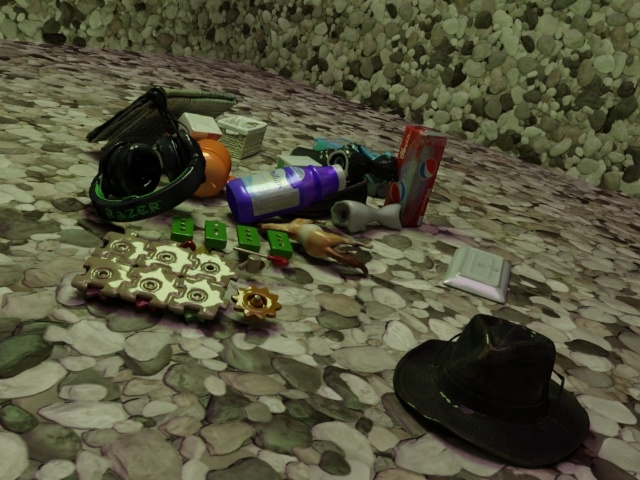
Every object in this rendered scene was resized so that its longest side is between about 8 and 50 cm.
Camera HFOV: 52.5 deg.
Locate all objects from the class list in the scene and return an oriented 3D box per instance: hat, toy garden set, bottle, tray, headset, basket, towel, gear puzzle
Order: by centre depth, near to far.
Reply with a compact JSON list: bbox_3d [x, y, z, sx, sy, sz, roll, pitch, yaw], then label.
[{"bbox_3d":[0.285,0.196,1.016,0.332,0.133,0.331,13,21,-5],"label":"hat"},{"bbox_3d":[-0.231,0.077,1.111,0.339,0.044,0.175,13,34,-1],"label":"gear puzzle"},{"bbox_3d":[-0.178,0.023,1.299,0.245,0.049,0.203,9,19,-14],"label":"toy garden set"},{"bbox_3d":[-0.378,-0.193,1.449,0.244,0.185,0.394,-9,34,9],"label":"headset"},{"bbox_3d":[0.381,0.070,1.549,0.145,0.030,0.270,19,21,13],"label":"tray"},{"bbox_3d":[-0.079,-0.122,1.557,0.283,0.092,0.118,-15,42,-18],"label":"bottle"},{"bbox_3d":[-0.431,-0.322,1.781,0.312,0.056,0.324,-22,-6,34],"label":"towel"},{"bbox_3d":[-0.258,-0.334,2.093,0.113,0.103,0.167,19,22,13],"label":"basket"}]

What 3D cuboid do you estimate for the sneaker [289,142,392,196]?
[{"bbox_3d":[0.069,-0.252,2.035,0.341,0.139,0.125,18,23,15],"label":"sneaker"}]

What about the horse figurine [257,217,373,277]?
[{"bbox_3d":[0.000,0.000,1.442,0.175,0.066,0.263,3,20,-40],"label":"horse figurine"}]

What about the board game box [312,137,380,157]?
[{"bbox_3d":[0.099,-0.321,2.364,0.160,0.047,0.210,-9,30,-44],"label":"board game box"}]

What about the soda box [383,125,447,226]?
[{"bbox_3d":[0.254,-0.174,1.768,0.084,0.263,0.092,1,24,-34],"label":"soda box"}]

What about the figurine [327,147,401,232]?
[{"bbox_3d":[0.131,-0.125,1.691,0.210,0.214,0.092,-1,-5,-37],"label":"figurine"}]

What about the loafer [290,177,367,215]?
[{"bbox_3d":[0.006,-0.123,1.719,0.303,0.095,0.109,-4,23,-41],"label":"loafer"}]

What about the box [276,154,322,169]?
[{"bbox_3d":[-0.065,-0.177,1.809,0.102,0.101,0.087,-3,26,-34],"label":"box"}]

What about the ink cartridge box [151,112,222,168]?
[{"bbox_3d":[-0.374,-0.252,1.750,0.115,0.198,0.067,-6,62,-58],"label":"ink cartridge box"}]

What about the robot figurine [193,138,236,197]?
[{"bbox_3d":[-0.295,-0.184,1.646,0.128,0.158,0.219,-20,21,5],"label":"robot figurine"}]
